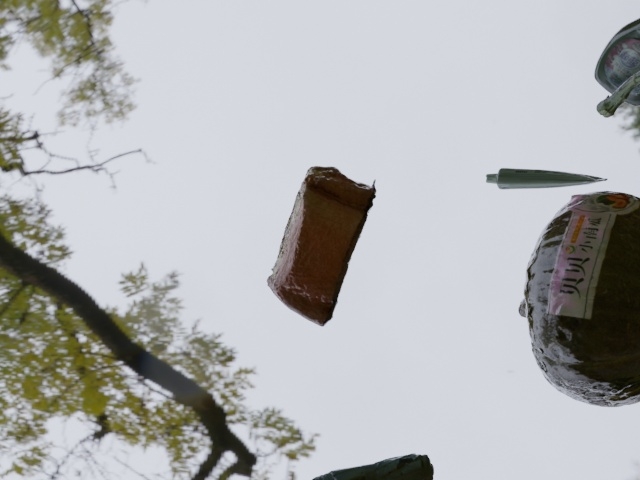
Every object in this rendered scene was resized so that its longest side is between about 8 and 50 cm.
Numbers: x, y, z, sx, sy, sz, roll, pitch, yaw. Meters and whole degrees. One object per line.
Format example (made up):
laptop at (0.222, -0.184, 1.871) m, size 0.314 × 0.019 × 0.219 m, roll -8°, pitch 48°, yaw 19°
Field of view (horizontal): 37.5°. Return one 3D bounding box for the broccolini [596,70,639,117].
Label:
broccolini at (0.492, -0.244, 1.381) m, size 0.071 × 0.254 × 0.057 m, roll -23°, pitch -105°, yaw -22°

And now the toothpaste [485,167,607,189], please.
toothpaste at (0.404, -0.110, 1.706) m, size 0.064 × 0.218 × 0.041 m, roll -10°, pitch -79°, yaw -59°

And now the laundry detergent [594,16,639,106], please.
laundry detergent at (0.580, -0.333, 1.657) m, size 0.137 × 0.211 × 0.063 m, roll 41°, pitch -123°, yaw 10°

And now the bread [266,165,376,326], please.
bread at (0.000, -0.003, 1.536) m, size 0.123 × 0.190 × 0.244 m, roll 20°, pitch -82°, yaw -5°

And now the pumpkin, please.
pumpkin at (0.322, 0.074, 1.116) m, size 0.260 × 0.189 × 0.260 m, roll -7°, pitch -82°, yaw -54°

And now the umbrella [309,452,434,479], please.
umbrella at (0.053, 0.376, 1.459) m, size 0.251 × 0.052 × 0.053 m, roll -9°, pitch -58°, yaw -6°
